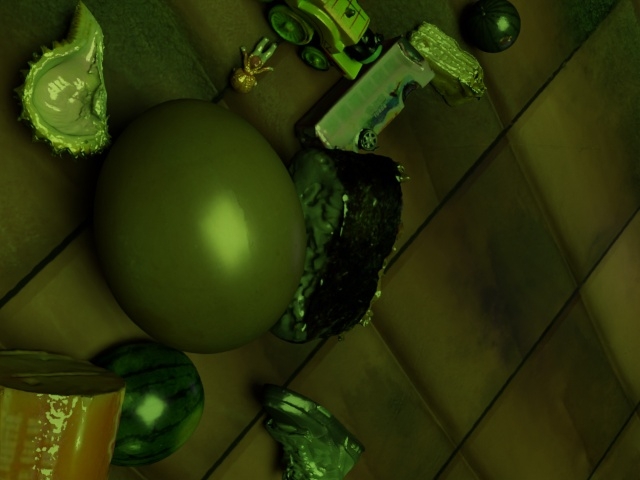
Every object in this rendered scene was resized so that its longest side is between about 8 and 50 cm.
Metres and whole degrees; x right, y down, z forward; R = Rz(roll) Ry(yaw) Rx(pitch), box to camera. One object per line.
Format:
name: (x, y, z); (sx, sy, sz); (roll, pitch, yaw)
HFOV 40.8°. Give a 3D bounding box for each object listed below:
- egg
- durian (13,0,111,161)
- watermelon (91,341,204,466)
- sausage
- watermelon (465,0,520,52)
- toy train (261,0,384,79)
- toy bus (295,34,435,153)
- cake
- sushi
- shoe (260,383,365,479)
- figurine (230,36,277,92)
egg: (-0.172, -0.017, 1.241); (0.301, 0.301, 0.374); (-29, 124, -30)
durian: (-0.354, -0.221, 1.203); (0.140, 0.078, 0.224); (11, 83, -27)
watermelon: (-0.278, 0.269, 1.342); (0.232, 0.127, 0.204); (-11, 114, -32)
sausage: (-0.408, 0.314, 1.187); (0.233, 0.233, 0.287); (11, 94, -39)
watermelon: (0.329, -0.422, 1.663); (0.133, 0.105, 0.105); (27, 83, -57)
toy train: (-0.011, -0.379, 1.378); (0.296, 0.160, 0.100); (42, 68, -37)
toy bus: (0.082, -0.244, 1.527); (0.274, 0.090, 0.112); (-48, 119, -21)
cake: (0.235, -0.336, 1.660); (0.185, 0.116, 0.079); (28, 76, -7)
sushi: (0.000, 0.000, 1.436); (0.207, 0.234, 0.348); (-1, 124, -41)
shoe: (-0.033, 0.380, 1.568); (0.293, 0.109, 0.149); (45, 67, -41)
figurine: (-0.108, -0.288, 1.398); (0.064, 0.047, 0.109); (35, 70, -9)
